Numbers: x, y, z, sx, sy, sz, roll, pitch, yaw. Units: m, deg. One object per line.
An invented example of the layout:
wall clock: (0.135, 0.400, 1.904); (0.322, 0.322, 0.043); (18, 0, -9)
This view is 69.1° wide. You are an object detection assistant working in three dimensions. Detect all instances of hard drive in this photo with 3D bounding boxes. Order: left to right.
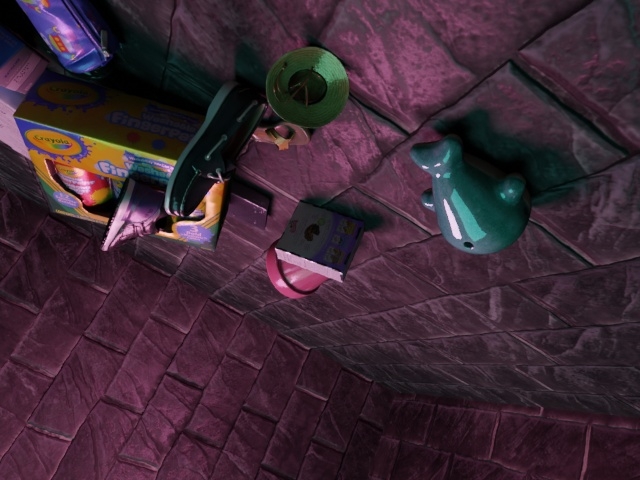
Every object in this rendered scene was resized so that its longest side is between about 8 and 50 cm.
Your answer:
hard drive: (-0.272, -0.128, 1.397); (0.255, 0.054, 0.172); (24, 157, 1)

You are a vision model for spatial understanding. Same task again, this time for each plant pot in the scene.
plant pot: (-0.035, 0.061, 1.424); (0.180, 0.201, 0.201); (-24, 130, 40)

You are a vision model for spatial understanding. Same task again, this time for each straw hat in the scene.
straw hat: (-0.024, -0.274, 0.825); (0.144, 0.144, 0.061); (32, -163, -18)

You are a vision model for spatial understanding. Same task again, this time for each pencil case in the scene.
pencil case: (-0.484, -0.445, 0.840); (0.133, 0.119, 0.306); (24, 158, 19)

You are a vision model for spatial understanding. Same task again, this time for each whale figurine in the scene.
whale figurine: (0.270, -0.075, 0.866); (0.216, 0.141, 0.272); (-4, 143, 49)

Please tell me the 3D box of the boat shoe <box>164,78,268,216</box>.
boat shoe: (-0.208, -0.172, 0.932); (0.091, 0.302, 0.114); (28, -175, 7)

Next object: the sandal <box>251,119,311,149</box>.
sandal: (-0.096, -0.226, 1.018); (0.180, 0.049, 0.072); (9, 152, 33)

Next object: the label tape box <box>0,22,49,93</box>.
label tape box: (-0.735, -0.438, 0.949); (0.249, 0.115, 0.348); (38, 176, -22)

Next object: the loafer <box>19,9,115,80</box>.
loafer: (-0.555, -0.424, 1.004); (0.220, 0.080, 0.078); (26, 158, -3)

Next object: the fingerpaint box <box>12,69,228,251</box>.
fingerpaint box: (-0.450, -0.169, 1.157); (0.445, 0.163, 0.371); (15, 147, -9)

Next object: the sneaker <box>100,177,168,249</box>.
sneaker: (-0.443, -0.034, 1.122); (0.124, 0.107, 0.283); (19, 148, -27)

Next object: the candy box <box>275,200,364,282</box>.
candy box: (0.000, 0.000, 1.262); (0.196, 0.165, 0.070); (20, 155, 13)

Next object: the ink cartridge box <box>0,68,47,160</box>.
ink cartridge box: (-0.850, -0.360, 1.342); (0.395, 0.151, 0.270); (-1, 147, 42)
